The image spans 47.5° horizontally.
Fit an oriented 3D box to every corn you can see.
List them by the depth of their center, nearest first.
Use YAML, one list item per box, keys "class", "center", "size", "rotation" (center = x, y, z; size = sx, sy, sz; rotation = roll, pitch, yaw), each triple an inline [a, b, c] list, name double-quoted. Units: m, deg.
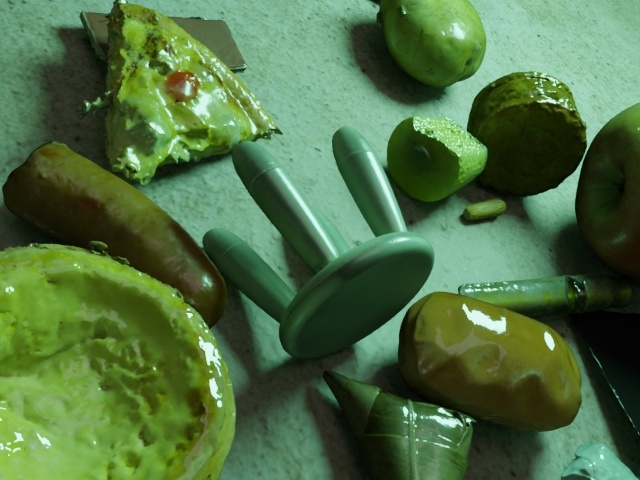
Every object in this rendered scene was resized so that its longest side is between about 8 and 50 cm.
- class: "corn"
  center: [0.254, -0.047, 1.118]
  size: [0.083, 0.028, 0.027]
  rotation: [-12, 64, -30]

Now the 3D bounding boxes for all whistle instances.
- class: "whistle"
  center: [0.299, 0.080, 1.004]
  size: [0.326, 0.068, 0.057]
  rotation: [-3, 76, -28]

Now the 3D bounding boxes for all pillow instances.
- class: "pillow"
  center: [-0.225, -0.289, 1.065]
  size: [0.232, 0.043, 0.126]
  rotation: [-9, 57, -34]

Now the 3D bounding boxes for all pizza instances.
- class: "pizza"
  center: [-0.180, -0.163, 0.913]
  size: [0.280, 0.075, 0.287]
  rotation: [35, 38, -19]

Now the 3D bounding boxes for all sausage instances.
- class: "sausage"
  center: [-0.211, 0.002, 0.783]
  size: [0.270, 0.109, 0.109]
  rotation: [38, 45, 8]
- class: "sausage"
  center: [0.203, 0.146, 0.858]
  size: [0.241, 0.120, 0.136]
  rotation: [16, 61, -15]

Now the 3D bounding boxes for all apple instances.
- class: "apple"
  center: [0.533, -0.070, 1.084]
  size: [0.277, 0.319, 0.319]
  rotation: [17, 46, -9]

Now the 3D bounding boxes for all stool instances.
- class: "stool"
  center: [0.000, 0.000, 0.826]
  size: [0.195, 0.195, 0.198]
  rotation: [-14, 58, -35]

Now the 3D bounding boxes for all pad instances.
- class: "pad"
  center: [0.500, 0.232, 0.977]
  size: [0.248, 0.007, 0.367]
  rotation: [8, 40, -22]

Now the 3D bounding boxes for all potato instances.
- class: "potato"
  center: [0.193, -0.369, 1.278]
  size: [0.197, 0.148, 0.228]
  rotation: [-12, 59, -50]

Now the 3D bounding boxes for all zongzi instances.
- class: "zongzi"
  center: [0.062, 0.226, 0.752]
  size: [0.176, 0.078, 0.160]
  rotation: [21, 45, 4]

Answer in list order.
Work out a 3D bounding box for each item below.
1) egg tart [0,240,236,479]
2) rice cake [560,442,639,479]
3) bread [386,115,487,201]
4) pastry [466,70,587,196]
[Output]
- class: "egg tart"
  center: [-0.228, 0.147, 0.634]
  size: [0.315, 0.120, 0.315]
  rotation: [14, 49, -17]
- class: "rice cake"
  center: [0.363, 0.326, 0.824]
  size: [0.206, 0.063, 0.069]
  rotation: [48, 41, 17]
- class: "bread"
  center: [0.170, -0.121, 1.080]
  size: [0.114, 0.111, 0.129]
  rotation: [-19, 61, -43]
- class: "pastry"
  center: [0.319, -0.164, 1.144]
  size: [0.189, 0.188, 0.103]
  rotation: [20, 41, -11]
